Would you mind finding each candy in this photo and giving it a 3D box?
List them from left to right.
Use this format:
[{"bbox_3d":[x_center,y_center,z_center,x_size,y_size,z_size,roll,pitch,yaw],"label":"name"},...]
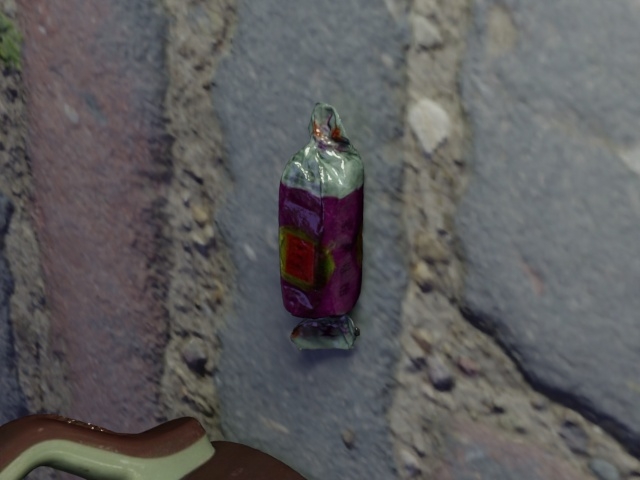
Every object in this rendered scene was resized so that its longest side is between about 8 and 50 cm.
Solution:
[{"bbox_3d":[0.000,0.000,1.054,0.045,0.043,0.175,22,131,28],"label":"candy"}]

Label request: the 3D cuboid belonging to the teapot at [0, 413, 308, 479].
[{"bbox_3d":[-0.139,0.260,1.181,0.233,0.312,0.315,-11,106,51],"label":"teapot"}]
